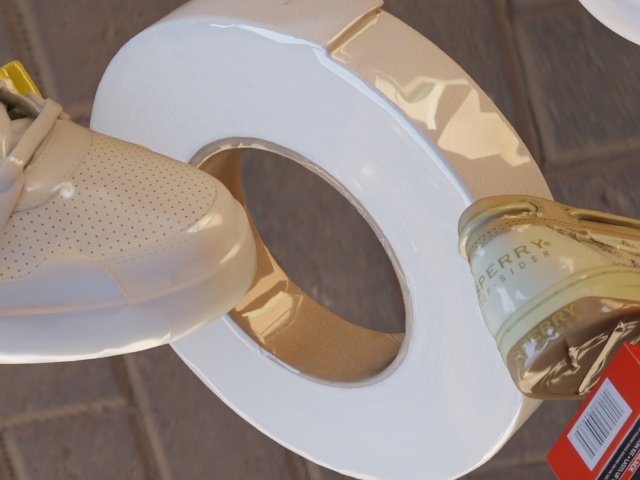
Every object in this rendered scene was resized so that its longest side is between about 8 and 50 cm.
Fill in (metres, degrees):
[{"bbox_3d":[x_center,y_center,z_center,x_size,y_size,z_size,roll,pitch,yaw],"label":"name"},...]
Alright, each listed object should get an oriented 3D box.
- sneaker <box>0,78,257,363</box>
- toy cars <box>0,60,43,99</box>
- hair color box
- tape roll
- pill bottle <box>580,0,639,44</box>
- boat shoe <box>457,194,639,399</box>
[{"bbox_3d":[-0.168,-0.057,0.679,0.293,0.108,0.169,8,127,9],"label":"sneaker"},{"bbox_3d":[-0.370,-0.081,1.388,0.394,0.087,0.176,17,119,25],"label":"toy cars"},{"bbox_3d":[0.183,0.106,0.842,0.141,0.043,0.072,21,110,-26],"label":"hair color box"},{"bbox_3d":[0.000,0.000,1.287,0.392,0.072,0.392,26,137,27],"label":"tape roll"},{"bbox_3d":[0.357,-0.330,1.557,0.188,0.334,0.188,29,152,17],"label":"pill bottle"},{"bbox_3d":[0.166,0.027,0.942,0.104,0.285,0.089,-39,66,19],"label":"boat shoe"}]
